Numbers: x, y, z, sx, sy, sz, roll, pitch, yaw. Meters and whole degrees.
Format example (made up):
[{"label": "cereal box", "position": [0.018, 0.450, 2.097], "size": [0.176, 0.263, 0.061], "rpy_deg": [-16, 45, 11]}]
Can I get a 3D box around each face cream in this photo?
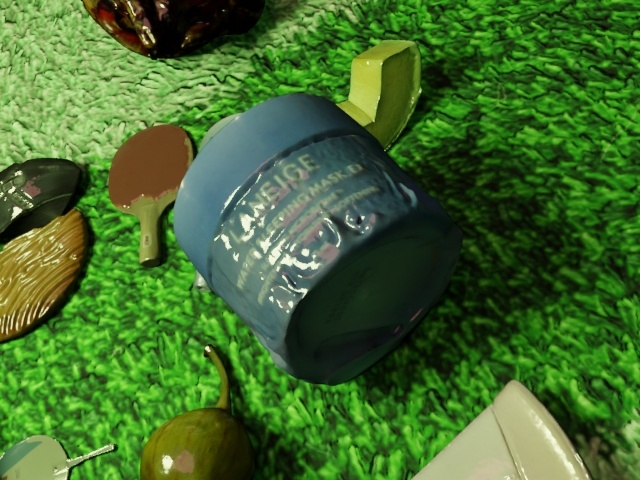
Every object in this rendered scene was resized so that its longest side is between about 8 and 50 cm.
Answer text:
[{"label": "face cream", "position": [0.000, 0.000, 0.995], "size": [0.249, 0.249, 0.225], "rpy_deg": [-41, 58, -6]}]

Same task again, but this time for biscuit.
[{"label": "biscuit", "position": [-0.410, 0.045, 1.249], "size": [0.176, 0.031, 0.228], "rpy_deg": [17, 69, 26]}]

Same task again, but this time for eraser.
[{"label": "eraser", "position": [0.196, 0.280, 0.873], "size": [0.204, 0.059, 0.243], "rpy_deg": [-41, 52, -6]}]

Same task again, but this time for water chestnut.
[{"label": "water chestnut", "position": [-0.217, -0.384, 1.289], "size": [0.289, 0.289, 0.244], "rpy_deg": [-42, 44, -7]}]

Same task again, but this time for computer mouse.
[{"label": "computer mouse", "position": [-0.429, -0.062, 1.300], "size": [0.192, 0.062, 0.105], "rpy_deg": [-26, 55, 2]}]

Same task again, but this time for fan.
[{"label": "fan", "position": [-0.324, 0.277, 1.096], "size": [0.175, 0.005, 0.113], "rpy_deg": [-24, 55, 7]}]

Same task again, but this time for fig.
[{"label": "fig", "position": [-0.127, 0.209, 1.024], "size": [0.124, 0.124, 0.236], "rpy_deg": [-11, 35, 14]}]

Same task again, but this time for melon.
[{"label": "melon", "position": [0.041, -0.159, 1.157], "size": [0.209, 0.118, 0.064], "rpy_deg": [-36, 41, -17]}]

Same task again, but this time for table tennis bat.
[{"label": "table tennis bat", "position": [-0.232, -0.067, 1.258], "size": [0.131, 0.022, 0.234], "rpy_deg": [-15, 56, 11]}]

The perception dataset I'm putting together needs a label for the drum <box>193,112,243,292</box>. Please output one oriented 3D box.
[{"label": "drum", "position": [-0.137, -0.058, 1.198], "size": [0.130, 0.049, 0.253], "rpy_deg": [18, 68, 27]}]
